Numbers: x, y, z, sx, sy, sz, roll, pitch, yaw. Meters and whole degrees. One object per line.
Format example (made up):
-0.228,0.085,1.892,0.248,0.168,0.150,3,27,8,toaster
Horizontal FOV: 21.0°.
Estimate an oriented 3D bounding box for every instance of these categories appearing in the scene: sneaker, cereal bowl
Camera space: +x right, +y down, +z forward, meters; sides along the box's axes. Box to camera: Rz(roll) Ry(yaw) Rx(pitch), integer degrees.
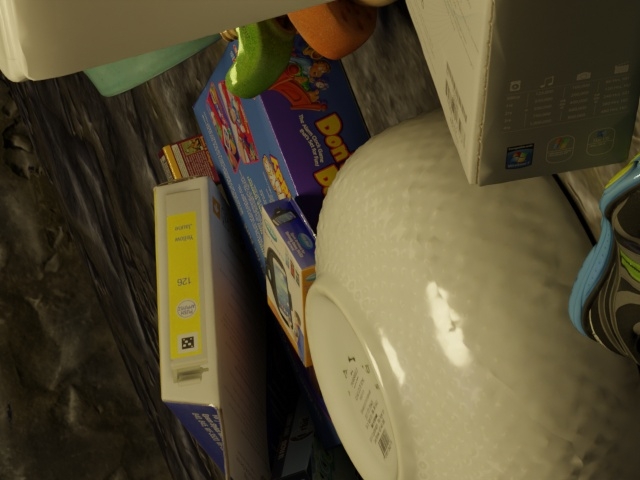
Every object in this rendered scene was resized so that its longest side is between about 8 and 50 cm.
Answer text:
0.186,0.004,0.922,0.078,0.067,0.188,39,150,23,sneaker
0.083,0.081,1.201,0.339,0.141,0.339,162,90,-74,cereal bowl

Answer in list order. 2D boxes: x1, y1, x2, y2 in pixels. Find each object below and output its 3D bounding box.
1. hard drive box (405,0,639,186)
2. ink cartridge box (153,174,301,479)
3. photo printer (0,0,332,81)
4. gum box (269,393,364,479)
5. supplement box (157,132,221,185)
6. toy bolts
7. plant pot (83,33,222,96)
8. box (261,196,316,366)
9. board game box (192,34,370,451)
0.100,-0.173,0.863,0.232,0.089,0.181,89,169,-50,hard drive box
-0.077,0.146,1.624,0.303,0.072,0.307,63,-159,-56,ink cartridge box
-0.057,-0.243,0.969,0.107,0.307,0.256,-132,30,-52,photo printer
0.017,0.254,1.628,0.184,0.041,0.157,63,-164,-19,gum box
-0.120,-0.083,1.799,0.043,0.083,0.055,150,100,-75,supplement box
-0.014,-0.249,1.243,0.228,0.158,0.218,63,-154,-9,toy bolts
-0.174,-0.272,1.466,0.255,0.271,0.271,60,167,-13,plant pot
-0.020,0.029,1.402,0.136,0.028,0.081,85,159,-46,box
0.000,0.000,1.498,0.233,0.078,0.347,140,110,-73,board game box
